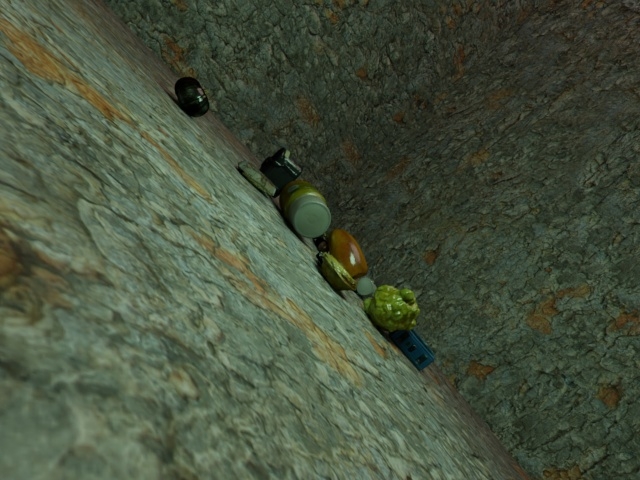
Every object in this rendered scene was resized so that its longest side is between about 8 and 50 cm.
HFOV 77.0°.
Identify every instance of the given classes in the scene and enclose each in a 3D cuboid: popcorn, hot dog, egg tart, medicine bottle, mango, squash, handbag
[{"bbox_3d":[0.333,0.312,1.871,0.250,0.241,0.235,66,0,-65],"label":"popcorn"},{"bbox_3d":[-0.317,-0.311,2.015,0.144,0.075,0.268,45,5,39],"label":"hot dog"},{"bbox_3d":[0.067,0.140,1.681,0.213,0.090,0.212,49,2,-2],"label":"egg tart"},{"bbox_3d":[-0.081,-0.163,2.050,0.224,0.224,0.384,46,6,-25],"label":"medicine bottle"},{"bbox_3d":[0.137,0.069,2.153,0.201,0.199,0.350,6,48,-30],"label":"mango"},{"bbox_3d":[-0.611,-0.684,1.915,0.193,0.155,0.193,-19,90,-76],"label":"squash"},{"bbox_3d":[-0.238,-0.382,2.218,0.181,0.254,0.181,43,17,-26],"label":"handbag"}]

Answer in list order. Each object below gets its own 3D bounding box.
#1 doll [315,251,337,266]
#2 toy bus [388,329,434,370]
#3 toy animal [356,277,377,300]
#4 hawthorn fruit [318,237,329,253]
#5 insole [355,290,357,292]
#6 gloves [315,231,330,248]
[{"bbox_3d":[0.034,0.102,1.869,0.091,0.067,0.219,53,12,23],"label":"doll"},{"bbox_3d":[0.449,0.513,2.001,0.246,0.113,0.134,50,10,2],"label":"toy bus"},{"bbox_3d":[0.270,0.279,2.301,0.131,0.103,0.221,57,7,13],"label":"toy animal"},{"bbox_3d":[0.029,0.027,2.247,0.066,0.103,0.067,30,-15,9],"label":"hawthorn fruit"},{"bbox_3d":[0.176,0.255,2.290,0.119,0.009,0.348,51,5,15],"label":"insole"},{"bbox_3d":[0.014,-0.002,2.408,0.268,0.107,0.136,-120,-161,-80],"label":"gloves"}]
